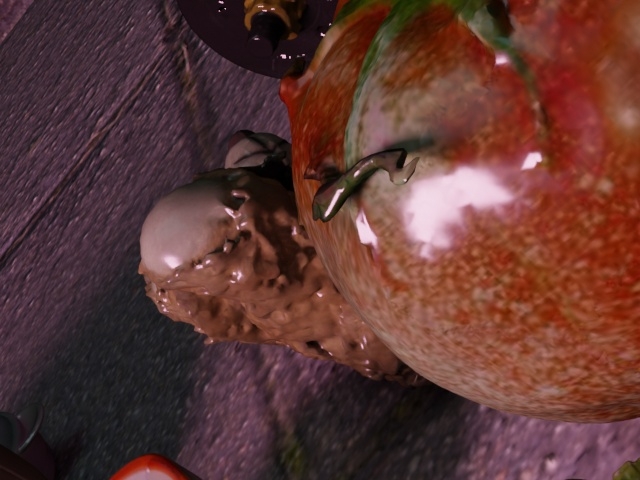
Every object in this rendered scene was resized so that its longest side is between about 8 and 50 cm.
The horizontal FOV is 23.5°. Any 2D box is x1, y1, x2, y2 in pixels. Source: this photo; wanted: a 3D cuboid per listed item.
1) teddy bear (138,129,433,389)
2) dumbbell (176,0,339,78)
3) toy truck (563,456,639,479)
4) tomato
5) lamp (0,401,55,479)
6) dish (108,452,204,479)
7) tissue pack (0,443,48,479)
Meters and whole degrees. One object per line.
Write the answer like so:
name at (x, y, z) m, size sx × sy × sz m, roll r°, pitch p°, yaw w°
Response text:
teddy bear at (0.000, 0.000, 0.959) m, size 0.267 × 0.156 × 0.256 m, roll -19°, pitch 15°, yaw -19°
dumbbell at (-0.006, -0.298, 1.343) m, size 0.185 × 0.185 × 0.388 m, roll -32°, pitch 32°, yaw 43°
toy truck at (0.088, 0.165, 0.589) m, size 0.187 × 0.148 × 0.210 m, roll -46°, pitch 1°, yaw 21°
tomato at (0.137, -0.068, 0.669) m, size 0.303 × 0.239 × 0.303 m, roll -47°, pitch 23°, yaw 27°
lamp at (-0.326, 0.234, 1.333) m, size 0.246 × 0.108 × 0.179 m, roll -32°, pitch 27°, yaw 43°
dish at (-0.090, 0.248, 0.823) m, size 0.256 × 0.117 × 0.256 m, roll -47°, pitch 22°, yaw 26°
tissue pack at (-0.358, 0.292, 1.096) m, size 0.387 × 0.267 × 0.277 m, roll -51°, pitch 27°, yaw 14°
